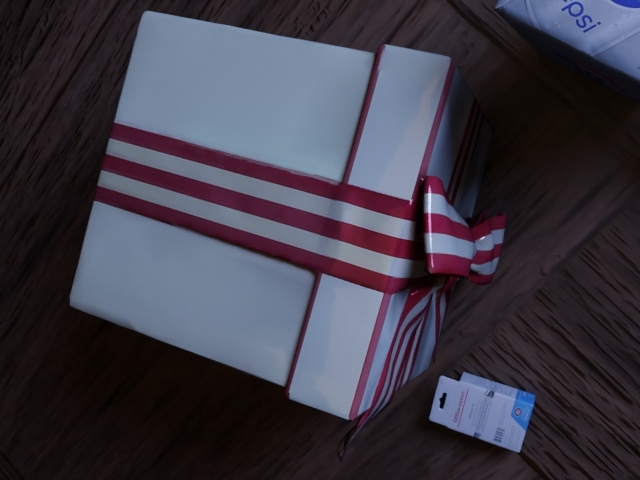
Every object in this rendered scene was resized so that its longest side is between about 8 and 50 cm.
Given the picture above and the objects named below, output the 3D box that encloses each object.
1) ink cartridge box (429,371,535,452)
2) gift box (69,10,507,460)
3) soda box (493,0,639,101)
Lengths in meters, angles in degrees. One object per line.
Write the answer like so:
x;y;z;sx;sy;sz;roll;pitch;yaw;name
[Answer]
0.145;0.151;0.628;0.083;0.028;0.048;16;104;18;ink cartridge box
0.000;0.000;0.546;0.258;0.255;0.276;15;98;20;gift box
0.188;-0.144;0.424;0.098;0.286;0.091;32;110;13;soda box
